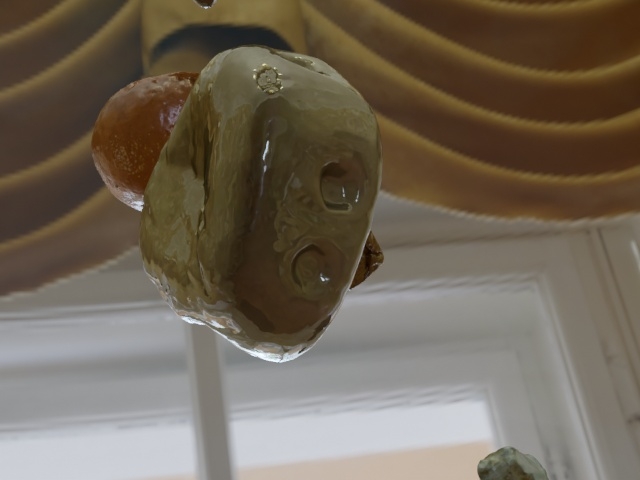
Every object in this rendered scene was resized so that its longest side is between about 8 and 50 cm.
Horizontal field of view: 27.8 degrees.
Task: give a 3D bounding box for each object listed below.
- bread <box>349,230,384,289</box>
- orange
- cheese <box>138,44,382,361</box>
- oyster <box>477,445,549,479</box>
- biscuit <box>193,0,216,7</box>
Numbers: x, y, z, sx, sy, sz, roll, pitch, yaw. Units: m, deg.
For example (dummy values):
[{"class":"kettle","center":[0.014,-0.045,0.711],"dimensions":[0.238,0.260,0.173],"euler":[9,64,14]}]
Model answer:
[{"class":"bread","center":[0.000,0.000,1.988],"dimensions":[0.149,0.143,0.158],"euler":[-35,-66,-9]},{"class":"orange","center":[-0.172,-0.111,1.513],"dimensions":[0.193,0.161,0.193],"euler":[-13,-2,0]},{"class":"cheese","center":[-0.053,-0.027,0.946],"dimensions":[0.117,0.235,0.218],"euler":[15,-30,-30]},{"class":"oyster","center":[0.176,0.282,1.074],"dimensions":[0.112,0.198,0.268],"euler":[-11,-22,13]},{"class":"biscuit","center":[-0.093,-0.438,1.643],"dimensions":[0.325,0.044,0.217],"euler":[-24,-50,28]}]
